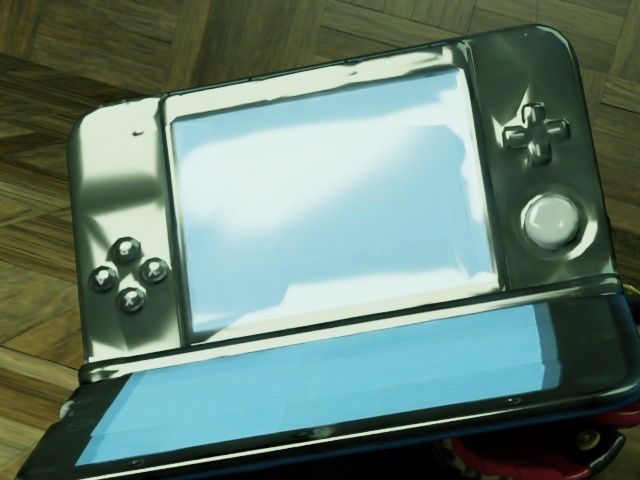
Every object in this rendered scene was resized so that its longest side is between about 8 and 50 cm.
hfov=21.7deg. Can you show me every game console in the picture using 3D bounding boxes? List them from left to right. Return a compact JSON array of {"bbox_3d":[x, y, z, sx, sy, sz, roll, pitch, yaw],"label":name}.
[{"bbox_3d":[0.000,0.000,0.836,0.293,0.250,0.173,-10,-19,6],"label":"game console"}]

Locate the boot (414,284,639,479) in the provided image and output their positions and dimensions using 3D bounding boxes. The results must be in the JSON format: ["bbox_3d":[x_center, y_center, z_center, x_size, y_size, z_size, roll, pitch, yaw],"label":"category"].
[{"bbox_3d":[0.108,0.048,1.089,0.377,0.138,0.284,1,15,-41],"label":"boot"}]
